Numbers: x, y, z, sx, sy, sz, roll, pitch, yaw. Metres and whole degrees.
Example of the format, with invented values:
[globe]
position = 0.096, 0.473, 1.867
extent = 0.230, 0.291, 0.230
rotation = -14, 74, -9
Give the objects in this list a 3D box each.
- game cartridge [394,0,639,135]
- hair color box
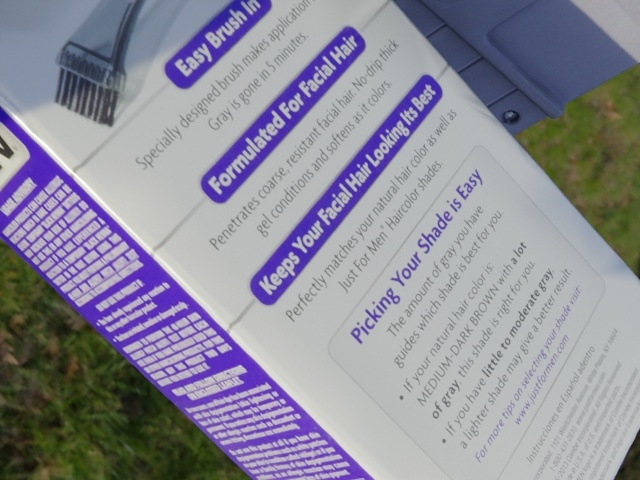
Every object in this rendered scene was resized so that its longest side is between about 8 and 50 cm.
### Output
[game cartridge]
position = 0.163, -0.203, 0.620
extent = 0.230, 0.068, 0.355
rotation = 31, 137, -32
[hair color box]
position = 0.000, 0.000, 0.498
extent = 0.185, 0.339, 0.110
rotation = -50, -166, -32
